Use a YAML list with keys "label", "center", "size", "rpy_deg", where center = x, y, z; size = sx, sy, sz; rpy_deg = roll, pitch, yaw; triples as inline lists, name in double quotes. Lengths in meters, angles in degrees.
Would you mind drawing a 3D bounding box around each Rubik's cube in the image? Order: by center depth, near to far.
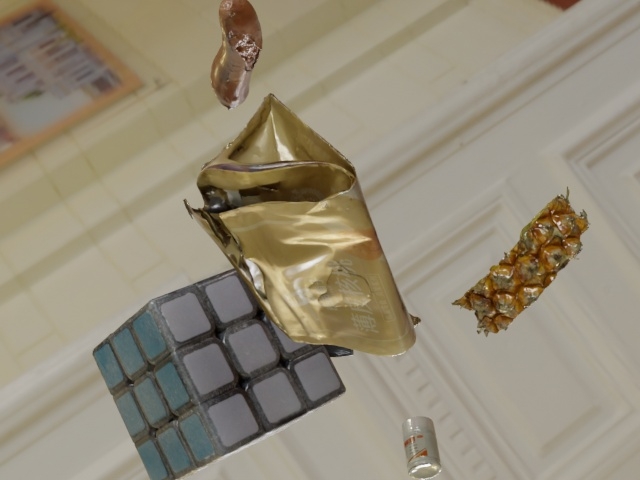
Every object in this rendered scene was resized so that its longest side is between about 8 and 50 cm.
- label: "Rubik's cube"
  center: [-0.192, 0.241, 2.023]
  size: [0.301, 0.303, 0.305]
  rpy_deg: [-39, 77, 51]

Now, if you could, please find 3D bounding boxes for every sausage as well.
- label: "sausage"
  center: [-0.132, -0.295, 1.723]
  size: [0.078, 0.078, 0.304]
  rpy_deg: [54, 163, 8]

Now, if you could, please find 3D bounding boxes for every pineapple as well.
- label: "pineapple"
  center: [0.287, 0.021, 1.479]
  size: [0.079, 0.233, 0.135]
  rpy_deg: [41, 164, -4]

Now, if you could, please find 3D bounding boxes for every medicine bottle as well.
- label: "medicine bottle"
  center: [0.164, 0.339, 1.788]
  size: [0.057, 0.057, 0.089]
  rpy_deg: [75, -173, -50]

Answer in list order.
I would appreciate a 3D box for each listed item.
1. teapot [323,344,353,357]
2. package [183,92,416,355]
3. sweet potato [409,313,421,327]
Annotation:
- label: "teapot"
  center: [0.012, 0.201, 2.238]
  size: [0.096, 0.177, 0.087]
  rpy_deg: [43, -140, -77]
- label: "package"
  center: [-0.029, 0.017, 1.325]
  size: [0.221, 0.165, 0.311]
  rpy_deg: [45, 167, 39]
- label: "sweet potato"
  center: [0.039, 0.074, 1.680]
  size: [0.072, 0.066, 0.314]
  rpy_deg: [28, 178, -40]
